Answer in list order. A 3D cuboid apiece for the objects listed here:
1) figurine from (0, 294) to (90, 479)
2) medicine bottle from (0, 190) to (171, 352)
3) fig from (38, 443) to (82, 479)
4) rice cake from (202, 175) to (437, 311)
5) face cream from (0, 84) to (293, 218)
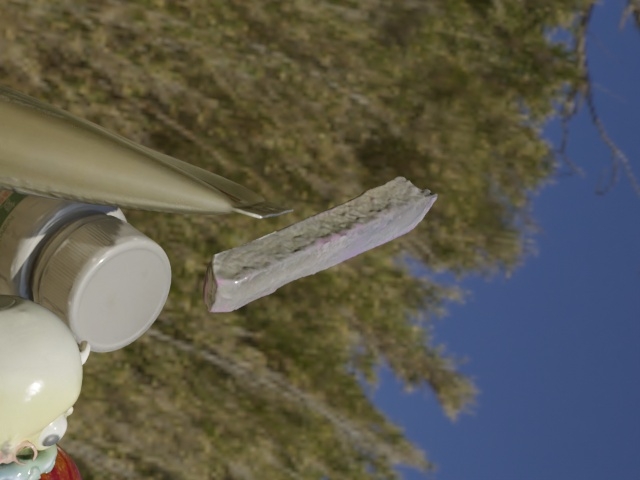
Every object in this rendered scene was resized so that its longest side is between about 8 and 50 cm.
[{"bbox_3d":[-0.382,0.248,1.576,0.274,0.227,0.394,-133,-140,-67],"label":"figurine"},{"bbox_3d":[-0.389,0.009,1.913,0.340,0.208,0.208,31,-67,36],"label":"medicine bottle"},{"bbox_3d":[-0.395,0.371,1.843,0.207,0.175,0.175,29,-68,33],"label":"fig"},{"bbox_3d":[-0.001,0.000,1.687,0.064,0.399,0.070,43,-48,23],"label":"rice cake"},{"bbox_3d":[-0.193,-0.064,0.981,0.137,0.341,0.084,-19,124,-82],"label":"face cream"}]
